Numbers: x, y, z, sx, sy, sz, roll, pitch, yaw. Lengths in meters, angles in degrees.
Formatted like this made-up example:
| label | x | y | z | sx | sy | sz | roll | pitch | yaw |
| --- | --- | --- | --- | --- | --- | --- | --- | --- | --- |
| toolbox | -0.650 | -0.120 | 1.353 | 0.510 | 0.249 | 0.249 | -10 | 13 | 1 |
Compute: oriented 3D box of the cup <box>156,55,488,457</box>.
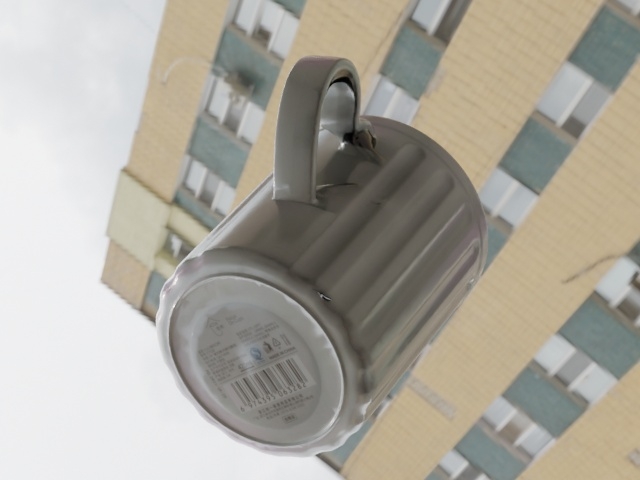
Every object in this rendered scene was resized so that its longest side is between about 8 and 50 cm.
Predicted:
| label | x | y | z | sx | sy | sz | roll | pitch | yaw |
| --- | --- | --- | --- | --- | --- | --- | --- | --- | --- |
| cup | -0.010 | 0.007 | 0.712 | 0.221 | 0.166 | 0.202 | 59 | -144 | -11 |
